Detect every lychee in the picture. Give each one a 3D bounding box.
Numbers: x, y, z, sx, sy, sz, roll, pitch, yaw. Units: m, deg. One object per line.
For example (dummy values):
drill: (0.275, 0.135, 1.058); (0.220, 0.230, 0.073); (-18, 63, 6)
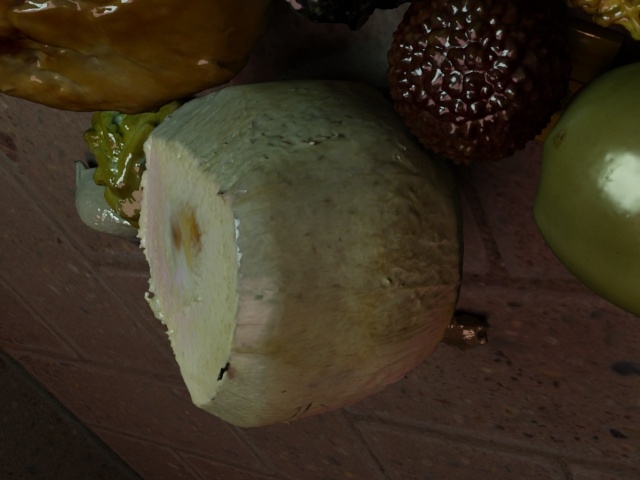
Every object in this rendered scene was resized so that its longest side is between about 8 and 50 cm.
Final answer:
lychee: (0.155, -0.166, 0.669); (0.188, 0.188, 0.188); (20, 144, 15)

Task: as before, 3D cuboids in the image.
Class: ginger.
ginger: (0.195, 0.142, 1.175); (0.174, 0.051, 0.069); (12, 138, 23)

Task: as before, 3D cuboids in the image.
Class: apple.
apple: (0.333, -0.044, 0.663); (0.263, 0.262, 0.262); (20, 144, 15)

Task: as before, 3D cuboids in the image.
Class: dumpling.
dumpling: (-0.361, -0.055, 1.289); (0.216, 0.126, 0.166); (11, 157, 22)

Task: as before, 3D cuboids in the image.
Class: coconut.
coconut: (0.000, 0.000, 0.836); (0.405, 0.404, 0.404); (20, 144, 15)

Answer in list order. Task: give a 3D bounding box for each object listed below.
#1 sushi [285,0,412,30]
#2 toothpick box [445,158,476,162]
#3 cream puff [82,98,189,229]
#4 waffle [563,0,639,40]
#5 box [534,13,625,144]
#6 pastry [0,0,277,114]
sushi: (0.038, -0.284, 0.632); (0.147, 0.213, 0.115); (52, 137, 9)
toothpick box: (0.171, -0.121, 0.860); (0.083, 0.052, 0.052); (5, 138, 34)
cream puff: (-0.278, -0.122, 1.099); (0.195, 0.194, 0.220); (10, 136, 28)
waffle: (0.287, -0.262, 0.586); (0.193, 0.070, 0.197); (16, 140, 21)
box: (0.255, -0.169, 0.765); (0.087, 0.023, 0.155); (21, 144, 9)
pastry: (-0.238, -0.296, 0.723); (0.410, 0.244, 0.409); (0, 158, 0)
